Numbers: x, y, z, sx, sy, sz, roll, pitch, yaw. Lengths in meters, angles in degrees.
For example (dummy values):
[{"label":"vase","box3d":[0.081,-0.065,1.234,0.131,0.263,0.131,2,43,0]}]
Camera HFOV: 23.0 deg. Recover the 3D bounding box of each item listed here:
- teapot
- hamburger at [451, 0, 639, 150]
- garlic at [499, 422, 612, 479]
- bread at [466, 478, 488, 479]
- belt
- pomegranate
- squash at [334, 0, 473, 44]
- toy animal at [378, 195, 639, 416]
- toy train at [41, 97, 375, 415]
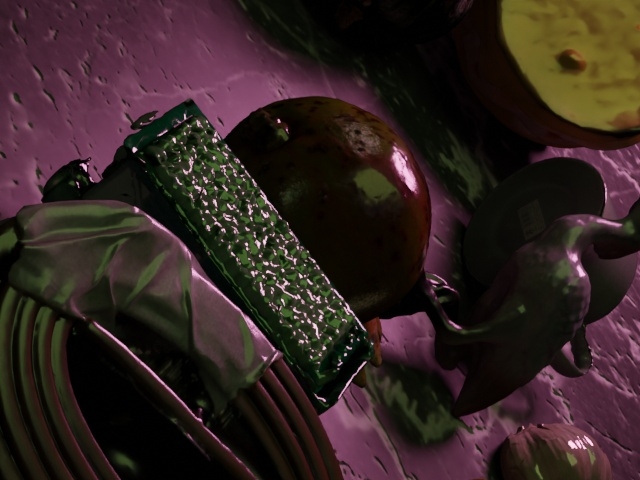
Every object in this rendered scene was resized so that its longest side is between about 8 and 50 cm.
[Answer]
[{"label":"teapot","box3d":[0.247,0.030,1.584,0.149,0.162,0.239,46,38,-36]},{"label":"hamburger","box3d":[0.276,-0.231,1.749,0.276,0.276,0.237,54,-11,-4]},{"label":"garlic","box3d":[0.220,0.209,1.449,0.113,0.074,0.094,-1,71,-35]},{"label":"bread","box3d":[0.120,0.293,1.090,0.146,0.268,0.268,21,45,-22]},{"label":"belt","box3d":[-0.119,0.129,0.976,0.338,0.122,0.217,53,53,-19]},{"label":"pomegranate","box3d":[-0.007,0.009,1.249,0.198,0.198,0.245,-17,113,-56]},{"label":"squash","box3d":[0.073,-0.290,1.622,0.193,0.156,0.193,23,31,-15]},{"label":"toy animal","box3d":[0.199,0.042,1.431,0.324,0.090,0.195,-18,112,-18]},{"label":"toy train","box3d":[-0.089,0.043,1.125,0.269,0.154,0.115,53,35,-4]}]
